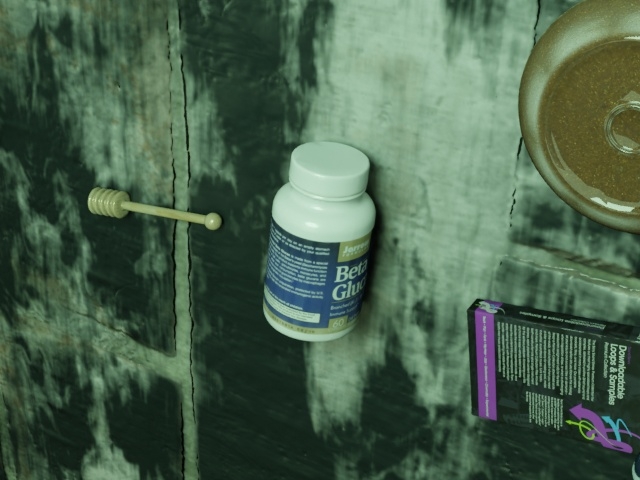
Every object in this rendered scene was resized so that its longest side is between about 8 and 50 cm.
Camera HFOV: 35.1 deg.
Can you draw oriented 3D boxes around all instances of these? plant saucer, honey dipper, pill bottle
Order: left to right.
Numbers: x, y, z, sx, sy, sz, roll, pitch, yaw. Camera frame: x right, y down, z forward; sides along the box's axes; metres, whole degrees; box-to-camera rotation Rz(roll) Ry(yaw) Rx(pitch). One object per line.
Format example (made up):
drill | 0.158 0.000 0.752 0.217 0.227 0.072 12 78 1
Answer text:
honey dipper | -0.172 -0.031 1.066 0.161 0.030 0.030 10 119 24
pill bottle | 0.000 0.000 0.922 0.094 0.094 0.169 22 125 23
plant saucer | 0.237 -0.088 0.758 0.199 0.036 0.198 15 121 26

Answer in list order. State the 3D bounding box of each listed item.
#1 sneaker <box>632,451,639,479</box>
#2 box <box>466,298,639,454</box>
sneaker | 0.351 0.111 0.744 0.282 0.099 0.153 -17 109 31
box | 0.210 0.118 0.890 0.162 0.029 0.116 11 120 30
